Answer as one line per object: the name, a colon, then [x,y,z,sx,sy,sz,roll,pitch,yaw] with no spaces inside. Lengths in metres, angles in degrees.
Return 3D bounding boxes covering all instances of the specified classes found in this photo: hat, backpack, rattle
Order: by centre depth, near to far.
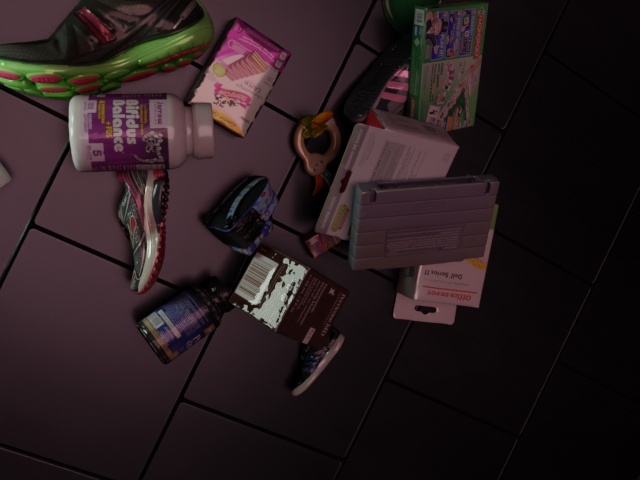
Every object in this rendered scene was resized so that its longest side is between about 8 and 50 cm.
backpack: [-0.173,-0.068,1.834,0.117,0.158,0.173,46,70,-28]
hat: [0.265,-0.615,1.877,0.172,0.183,0.209,-5,100,-18]
rattle: [0.012,-0.210,1.882,0.130,0.142,0.200,-2,94,-38]

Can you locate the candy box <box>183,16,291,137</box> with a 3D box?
candy box: [-0.196,-0.381,1.813,0.159,0.071,0.234,29,89,-22]

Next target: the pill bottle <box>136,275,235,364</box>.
pill bottle: [-0.315,0.184,1.831,0.219,0.122,0.123,-36,108,-16]

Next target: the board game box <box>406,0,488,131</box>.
board game box: [0.315,-0.428,1.925,0.213,0.046,0.318,-16,120,-35]

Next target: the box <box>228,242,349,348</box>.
box: [-0.073,0.134,1.845,0.203,0.167,0.169,32,85,-54]

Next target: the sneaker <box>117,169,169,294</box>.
sneaker: [-0.414,-0.025,1.779,0.111,0.121,0.300,3,91,-4]

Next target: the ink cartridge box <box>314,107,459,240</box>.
ink cartridge box: [0.142,-0.150,1.881,0.271,0.130,0.310,12,118,-21]

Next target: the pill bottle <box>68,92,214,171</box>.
pill bottle: [-0.388,-0.239,1.696,0.301,0.169,0.170,-4,100,-10]

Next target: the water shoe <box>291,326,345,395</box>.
water shoe: [-0.022,0.310,1.999,0.080,0.073,0.203,39,84,6]

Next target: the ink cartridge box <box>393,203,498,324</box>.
ink cartridge box: [0.329,0.058,2.042,0.207,0.119,0.354,7,96,-21]

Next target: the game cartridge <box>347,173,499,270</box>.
game cartridge: [0.245,-0.043,1.864,0.354,0.068,0.230,-5,127,-16]

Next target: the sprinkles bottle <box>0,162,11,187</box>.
sprinkles bottle: [-0.797,-0.242,1.596,0.121,0.121,0.356,-34,108,-11]

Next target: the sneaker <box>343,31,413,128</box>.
sneaker: [0.188,-0.390,1.946,0.319,0.112,0.131,-48,136,-10]

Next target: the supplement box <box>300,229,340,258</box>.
supplement box: [0.000,0.000,1.958,0.083,0.043,0.055,-32,108,-13]

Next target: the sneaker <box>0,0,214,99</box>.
sneaker: [-0.479,-0.440,1.673,0.482,0.185,0.202,-19,87,-19]
